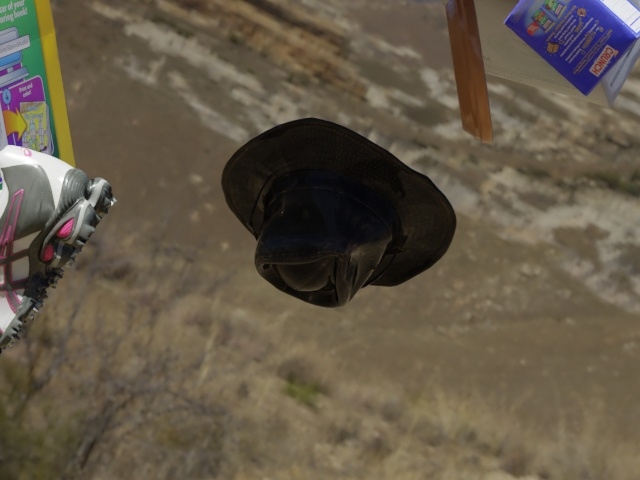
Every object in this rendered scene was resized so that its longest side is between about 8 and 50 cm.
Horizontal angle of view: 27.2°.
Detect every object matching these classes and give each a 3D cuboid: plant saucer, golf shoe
[{"bbox_3d":[0.184,-0.218,1.655,0.037,0.200,0.200,-9,6,7],"label":"plant saucer"},{"bbox_3d":[-0.316,0.015,1.349,0.120,0.273,0.105,33,31,-9],"label":"golf shoe"}]

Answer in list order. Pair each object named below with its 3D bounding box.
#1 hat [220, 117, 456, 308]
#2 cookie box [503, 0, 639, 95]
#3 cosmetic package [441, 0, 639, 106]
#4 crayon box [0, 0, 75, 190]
[{"bbox_3d":[0.000,0.000,1.687,0.331,0.134,0.331,16,-35,12],"label":"hat"},{"bbox_3d":[0.241,-0.204,1.244,0.107,0.092,0.040,44,50,6],"label":"cookie box"},{"bbox_3d":[0.300,-0.318,1.795,0.224,0.138,0.225,21,-19,34],"label":"cosmetic package"},{"bbox_3d":[-0.435,-0.153,1.552,0.106,0.313,0.363,0,19,21],"label":"crayon box"}]
